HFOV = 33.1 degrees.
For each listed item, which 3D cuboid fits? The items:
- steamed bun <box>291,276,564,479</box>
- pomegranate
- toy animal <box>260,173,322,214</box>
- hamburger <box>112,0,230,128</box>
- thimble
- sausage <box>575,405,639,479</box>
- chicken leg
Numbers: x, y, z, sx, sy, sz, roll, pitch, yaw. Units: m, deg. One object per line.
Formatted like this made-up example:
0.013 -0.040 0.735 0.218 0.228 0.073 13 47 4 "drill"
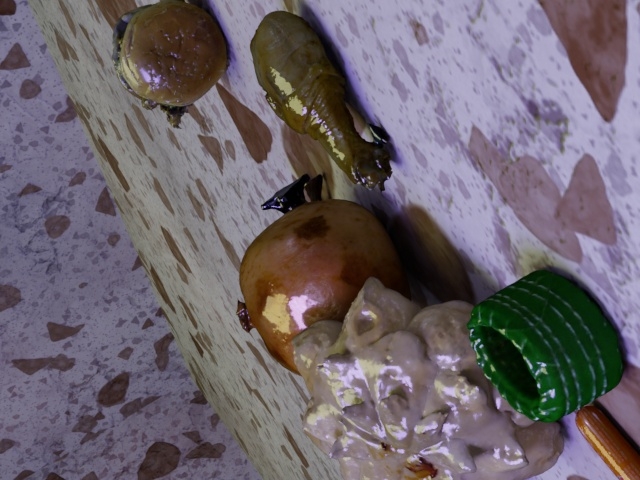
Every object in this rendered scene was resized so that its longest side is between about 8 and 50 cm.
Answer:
0.091 0.186 1.122 0.292 0.137 0.295 -6 123 31 "steamed bun"
-0.002 0.059 1.266 0.215 0.215 0.215 53 163 24 "pomegranate"
-0.008 -0.006 1.460 0.105 0.070 0.202 13 131 44 "toy animal"
-0.207 -0.244 1.479 0.131 0.159 0.184 23 121 61 "hamburger"
0.195 0.093 0.952 0.118 0.090 0.130 67 162 -15 "thimble"
0.273 0.194 1.004 0.107 0.031 0.031 51 162 28 "sausage"
0.001 -0.144 1.163 0.227 0.088 0.103 53 155 1 "chicken leg"
